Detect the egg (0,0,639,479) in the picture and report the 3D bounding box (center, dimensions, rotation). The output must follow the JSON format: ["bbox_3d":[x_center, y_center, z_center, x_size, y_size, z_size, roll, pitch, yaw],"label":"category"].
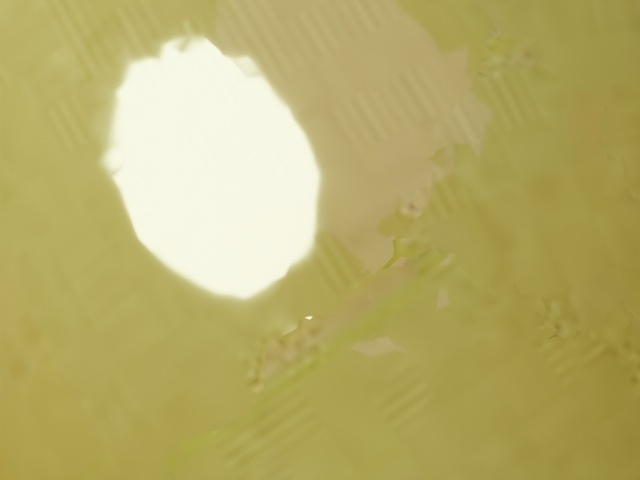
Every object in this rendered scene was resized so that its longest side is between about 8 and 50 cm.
[{"bbox_3d":[0.000,0.000,0.494,0.301,0.301,0.374,-17,63,-7],"label":"egg"}]
